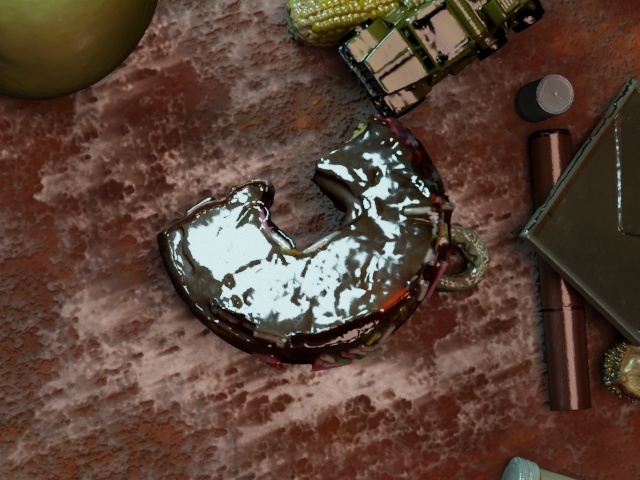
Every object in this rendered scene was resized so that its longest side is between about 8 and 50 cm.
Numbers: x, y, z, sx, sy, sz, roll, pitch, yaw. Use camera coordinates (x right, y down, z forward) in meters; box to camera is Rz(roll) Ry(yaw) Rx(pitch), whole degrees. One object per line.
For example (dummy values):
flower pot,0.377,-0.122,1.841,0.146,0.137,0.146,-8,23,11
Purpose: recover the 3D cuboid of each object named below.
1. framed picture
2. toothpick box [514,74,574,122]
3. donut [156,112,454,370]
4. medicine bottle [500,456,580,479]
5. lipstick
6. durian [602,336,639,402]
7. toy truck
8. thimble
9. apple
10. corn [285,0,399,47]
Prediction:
framed picture,0.401,-0.039,1.896,0.213,0.016,0.289,42,65,-9
toothpick box,0.282,-0.179,1.886,0.052,0.083,0.052,0,88,-11
donut,0.008,0.020,1.757,0.345,0.136,0.259,-32,66,-10
medicine bottle,0.335,0.337,1.883,0.218,0.074,0.074,18,84,-12
lipstick,0.304,0.037,1.896,0.057,0.057,0.356,-3,88,-12
durian,0.404,0.163,1.903,0.140,0.071,0.110,-13,95,-25
toy truck,0.152,-0.256,1.752,0.257,0.127,0.127,-36,98,-5
thimble,0.153,0.019,1.862,0.110,0.062,0.084,28,82,-10
apple,-0.320,-0.307,1.685,0.254,0.292,0.292,-45,96,-15
corn,0.115,-0.296,1.852,0.320,0.097,0.097,-12,90,-10
